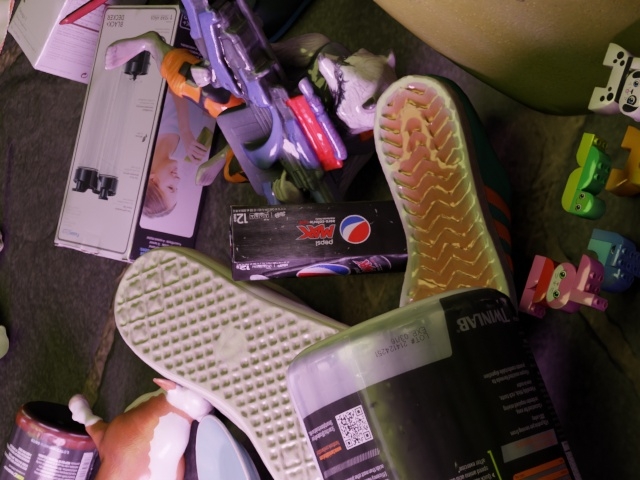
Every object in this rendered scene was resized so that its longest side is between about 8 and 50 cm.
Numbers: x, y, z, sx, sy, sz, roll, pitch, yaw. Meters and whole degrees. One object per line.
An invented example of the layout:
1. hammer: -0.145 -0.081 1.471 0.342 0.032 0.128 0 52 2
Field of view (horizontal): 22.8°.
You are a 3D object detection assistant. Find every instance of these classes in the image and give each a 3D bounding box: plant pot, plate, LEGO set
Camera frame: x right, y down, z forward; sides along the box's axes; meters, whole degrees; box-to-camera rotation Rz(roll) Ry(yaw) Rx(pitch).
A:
1. plant pot: 0.127 -0.267 1.299 0.275 0.294 0.274 -16 68 47
2. plate: -0.081 0.261 1.571 0.188 0.024 0.188 167 90 -70
3. LEGO set: 0.252 -0.032 1.256 0.093 0.087 0.227 15 86 48

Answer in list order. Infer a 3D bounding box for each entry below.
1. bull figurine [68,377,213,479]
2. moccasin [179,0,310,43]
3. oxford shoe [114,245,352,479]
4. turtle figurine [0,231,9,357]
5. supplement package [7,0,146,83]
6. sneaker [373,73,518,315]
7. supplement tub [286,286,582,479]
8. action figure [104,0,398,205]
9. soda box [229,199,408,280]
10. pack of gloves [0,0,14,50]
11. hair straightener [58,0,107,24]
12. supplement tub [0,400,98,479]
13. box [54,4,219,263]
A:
1. bull figurine: -0.204 0.260 1.705 0.188 0.101 0.310 10 86 55
2. moccasin: -0.025 -0.335 1.636 0.342 0.117 0.137 -56 44 24
3. oxford shoe: -0.011 0.144 1.496 0.449 0.130 0.169 33 94 34
4. turtle figurine: -0.515 0.035 2.061 0.274 0.198 0.266 -58 47 27
5. supplement package: -0.290 -0.298 1.953 0.179 0.105 0.105 -60 42 19
6. sneaker: 0.128 0.002 1.389 0.108 0.121 0.302 -8 92 27
7. supplement tub: 0.110 0.210 1.233 0.194 0.194 0.316 -30 75 42
8. action figure: -0.059 -0.169 1.564 0.330 0.178 0.341 6 130 44
9. soda box: 0.000 0.000 1.480 0.053 0.169 0.060 99 168 -69
10. pack of gloves: -0.535 -0.270 2.285 0.232 0.046 0.195 20 96 50
11. hair straightener: -0.224 -0.342 1.838 0.230 0.089 0.047 -31 11 0
12. supplement tub: -0.328 0.293 1.838 0.106 0.106 0.197 31 104 49
13. box: -0.200 -0.118 1.810 0.169 0.087 0.289 9 86 51
